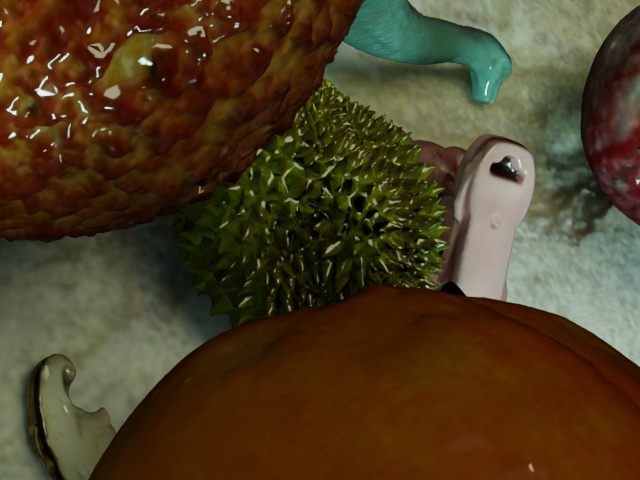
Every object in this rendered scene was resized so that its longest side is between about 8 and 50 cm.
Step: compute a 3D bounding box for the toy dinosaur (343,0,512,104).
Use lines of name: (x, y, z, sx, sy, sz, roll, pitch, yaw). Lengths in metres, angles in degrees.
toy dinosaur: (0.051, -0.248, 0.980, 0.129, 0.383, 0.331, 29, 32, 36)

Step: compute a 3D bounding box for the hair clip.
hair clip: (0.088, -0.010, 1.046, 0.123, 0.102, 0.138, 6, 95, -38)

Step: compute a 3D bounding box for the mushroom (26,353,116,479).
mushroom: (-0.129, 0.109, 0.787, 0.049, 0.019, 0.101, -15, 79, -45)

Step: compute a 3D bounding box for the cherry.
cherry: (0.326, -0.094, 1.176, 0.230, 0.203, 0.300, 25, 28, 18)

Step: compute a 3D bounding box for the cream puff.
cream puff: (-0.108, -0.123, 0.722, 0.228, 0.350, 0.350, 58, 42, -13)

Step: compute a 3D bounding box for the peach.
peach: (0.043, 0.171, 0.689, 0.343, 0.343, 0.301, 3, 82, -41)

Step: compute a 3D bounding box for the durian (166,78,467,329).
durian: (-0.003, -0.006, 0.885, 0.198, 0.146, 0.159, 48, 27, -17)
